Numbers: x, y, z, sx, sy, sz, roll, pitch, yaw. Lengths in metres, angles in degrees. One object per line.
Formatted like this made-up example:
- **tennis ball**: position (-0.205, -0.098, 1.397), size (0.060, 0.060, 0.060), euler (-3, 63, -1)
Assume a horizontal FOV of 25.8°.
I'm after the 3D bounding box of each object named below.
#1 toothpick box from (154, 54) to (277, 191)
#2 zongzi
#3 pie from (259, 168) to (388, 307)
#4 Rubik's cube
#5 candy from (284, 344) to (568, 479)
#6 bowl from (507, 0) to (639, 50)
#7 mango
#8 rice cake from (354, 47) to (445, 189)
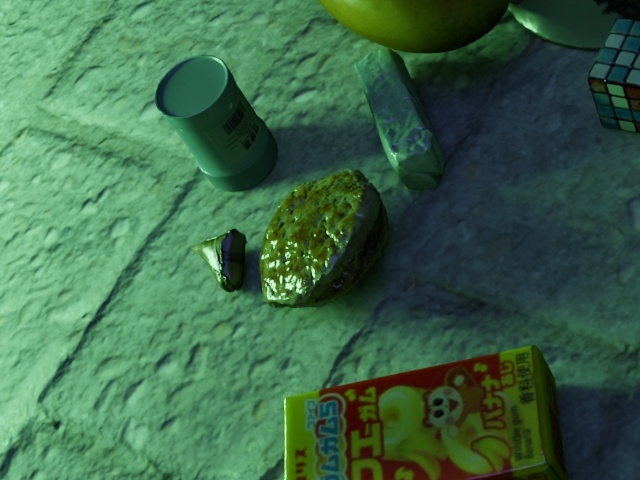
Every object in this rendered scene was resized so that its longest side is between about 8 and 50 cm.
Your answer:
- **toothpick box**: position (-0.126, -0.143, 1.724), size (0.101, 0.153, 0.101), euler (-12, 53, 16)
- **zongzi**: position (-0.129, 0.030, 1.680), size (0.083, 0.040, 0.076), euler (-14, 58, 31)
- **pie**: position (0.000, 0.000, 1.614), size (0.163, 0.079, 0.193), euler (13, 63, 41)
- **Rubik's cube**: position (0.364, -0.181, 1.560), size (0.092, 0.092, 0.092), euler (14, 64, 33)
- **candy**: position (0.103, 0.207, 1.408), size (0.276, 0.088, 0.146), euler (-13, 54, 18)
- **bowl**: position (0.356, -0.406, 1.686), size (0.337, 0.157, 0.337), euler (-13, 53, 18)
- **mango**: position (0.102, -0.374, 1.737), size (0.264, 0.221, 0.378), euler (-17, 52, -9)
- **rice cake**: position (0.095, -0.151, 1.683), size (0.063, 0.069, 0.206), euler (-25, 51, 7)
